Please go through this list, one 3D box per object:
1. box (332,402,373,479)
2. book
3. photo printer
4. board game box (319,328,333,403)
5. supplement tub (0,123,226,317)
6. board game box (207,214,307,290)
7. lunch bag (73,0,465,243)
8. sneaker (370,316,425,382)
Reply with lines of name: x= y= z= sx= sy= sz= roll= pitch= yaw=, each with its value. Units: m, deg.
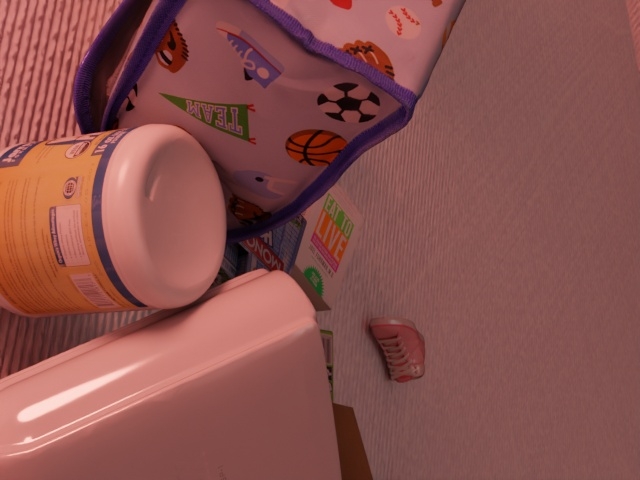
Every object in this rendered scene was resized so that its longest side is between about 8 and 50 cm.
box: x=0.031 y=0.261 z=1.435 sx=0.201 sy=0.021 sz=0.164 roll=38 pitch=36 yaw=-74
book: x=0.000 y=0.000 z=1.568 sx=0.096 sy=0.035 sz=0.144 roll=54 pitch=42 yaw=-38
photo printer: x=-0.138 y=0.185 z=1.045 sx=0.308 sy=0.107 sz=0.256 roll=-23 pitch=130 yaw=-20
board game box: x=-0.058 y=0.149 z=1.428 sx=0.259 sy=0.039 sz=0.124 roll=21 pitch=66 yaw=-62
supplement tub: x=-0.192 y=-0.012 z=1.037 sx=0.144 sy=0.200 sz=0.144 roll=16 pitch=71 yaw=-60
board game box: x=-0.092 y=0.008 z=1.320 sx=0.194 sy=0.060 sz=0.194 roll=48 pitch=35 yaw=-42
lunch bag: x=-0.042 y=-0.188 z=1.137 sx=0.239 sy=0.385 sz=0.327 roll=34 pitch=57 yaw=-8
sneaker: x=0.105 y=0.147 z=1.709 sx=0.134 sy=0.051 sz=0.070 roll=41 pitch=45 yaw=-57
